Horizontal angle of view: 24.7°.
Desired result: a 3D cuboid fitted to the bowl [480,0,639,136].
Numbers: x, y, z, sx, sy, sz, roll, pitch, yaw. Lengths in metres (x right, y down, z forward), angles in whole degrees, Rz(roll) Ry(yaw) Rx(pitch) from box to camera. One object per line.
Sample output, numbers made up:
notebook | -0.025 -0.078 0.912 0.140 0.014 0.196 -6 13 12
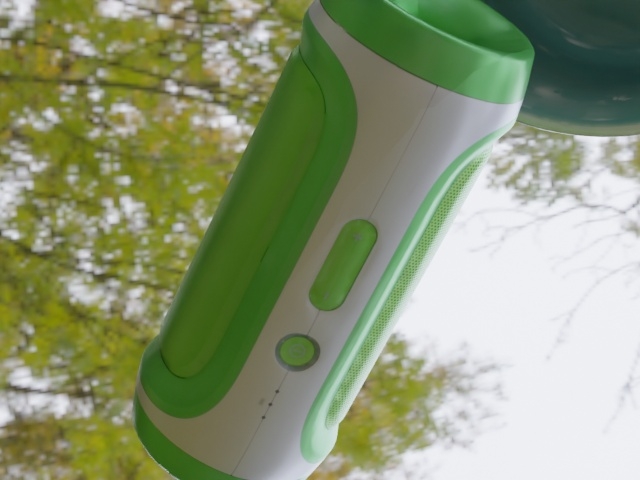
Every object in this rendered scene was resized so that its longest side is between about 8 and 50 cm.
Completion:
bowl | 0.195 -0.219 0.937 0.312 0.163 0.311 1 -87 19

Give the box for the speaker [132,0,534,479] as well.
speaker | 0.000 0.000 0.802 0.131 0.131 0.296 43 -62 31
